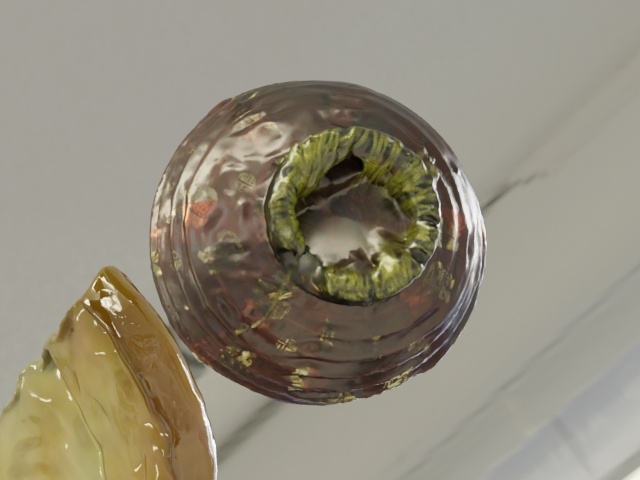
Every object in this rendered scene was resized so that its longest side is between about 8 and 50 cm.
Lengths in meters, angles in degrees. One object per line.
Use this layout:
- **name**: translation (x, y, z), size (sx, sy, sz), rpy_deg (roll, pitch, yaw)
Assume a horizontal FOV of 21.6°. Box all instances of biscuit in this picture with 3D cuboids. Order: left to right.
- **biscuit**: translation (-0.108, 0.138, 0.706), size (0.045, 0.154, 0.299), rpy_deg (-19, -16, -37)

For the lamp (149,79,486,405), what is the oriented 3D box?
- **lamp**: translation (0.000, 0.000, 1.179), size (0.247, 0.247, 0.247), rpy_deg (-29, -24, -14)
